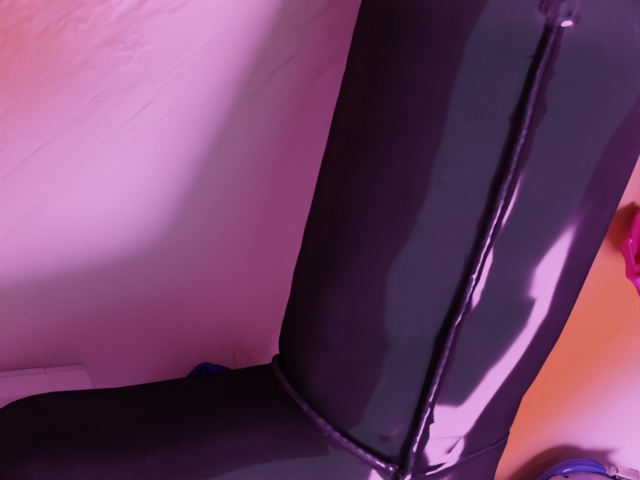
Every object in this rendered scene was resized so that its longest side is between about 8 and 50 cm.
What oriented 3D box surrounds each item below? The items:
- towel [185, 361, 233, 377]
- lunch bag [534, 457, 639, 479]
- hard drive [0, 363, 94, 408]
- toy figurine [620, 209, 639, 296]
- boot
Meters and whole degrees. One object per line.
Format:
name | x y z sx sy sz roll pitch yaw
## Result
towel | -0.037 0.243 1.235 0.308 0.076 0.228 29 97 -43
lunch bag | 0.204 0.336 1.455 0.303 0.115 0.243 -45 132 12
hard drive | -0.320 0.184 1.076 0.307 0.040 0.203 -4 128 -27
toy figurine | 0.304 -0.003 1.208 0.130 0.173 0.159 -41 159 -38
boot | 0.002 0.000 0.995 0.367 0.146 0.445 12 110 -23
